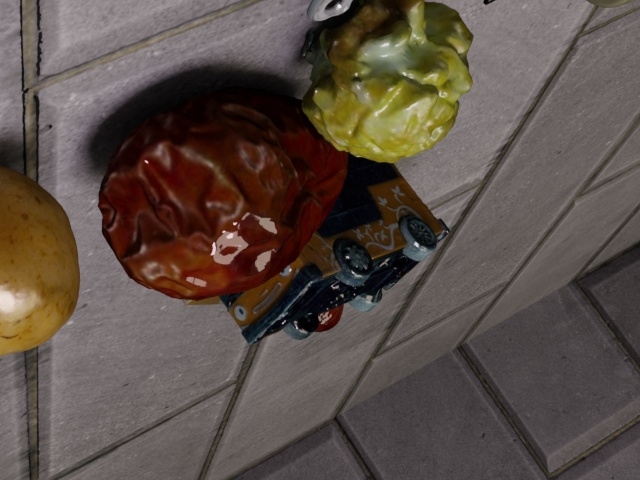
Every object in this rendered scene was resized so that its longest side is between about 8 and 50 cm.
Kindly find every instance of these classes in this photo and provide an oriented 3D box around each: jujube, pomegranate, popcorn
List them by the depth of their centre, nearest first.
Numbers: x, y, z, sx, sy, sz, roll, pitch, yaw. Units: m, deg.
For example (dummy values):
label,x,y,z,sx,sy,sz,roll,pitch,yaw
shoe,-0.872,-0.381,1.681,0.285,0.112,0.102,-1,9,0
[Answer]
label,x,y,z,sx,sy,sz,roll,pitch,yaw
pomegranate,-0.309,0.022,1.143,0.196,0.196,0.196,-31,163,-10
popcorn,0.067,-0.192,1.304,0.198,0.198,0.212,-27,136,-22
jujube,-0.088,-0.056,1.330,0.216,0.216,0.342,-43,175,28

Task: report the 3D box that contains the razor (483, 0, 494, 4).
label,x,y,z,sx,sy,sz,roll,pitch,yaw
razor,0.240,-0.344,1.397,0.082,0.042,0.253,-29,162,-12

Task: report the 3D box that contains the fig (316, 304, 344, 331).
label,x,y,z,sx,sy,sz,roll,pitch,yaw
fig,0.005,0.085,2.023,0.153,0.119,0.119,-29,163,-13

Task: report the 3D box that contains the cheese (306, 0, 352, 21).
label,x,y,z,sx,sy,sz,roll,pitch,yaw
cheese,0.031,-0.283,1.121,0.163,0.071,0.249,-15,156,-49

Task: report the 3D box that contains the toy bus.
label,x,y,z,sx,sy,sz,roll,pitch,yaw
toy bus,0.000,0.000,1.641,0.323,0.194,0.162,-18,158,-51

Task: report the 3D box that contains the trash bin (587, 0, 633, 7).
label,x,y,z,sx,sy,sz,roll,pitch,yaw
trash bin,0.437,-0.406,1.471,0.247,0.121,0.243,-28,163,-32

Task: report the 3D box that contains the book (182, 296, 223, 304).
label,x,y,z,sx,sy,sz,roll,pitch,yaw
book,-0.123,0.059,1.888,0.118,0.012,0.172,-41,162,19
